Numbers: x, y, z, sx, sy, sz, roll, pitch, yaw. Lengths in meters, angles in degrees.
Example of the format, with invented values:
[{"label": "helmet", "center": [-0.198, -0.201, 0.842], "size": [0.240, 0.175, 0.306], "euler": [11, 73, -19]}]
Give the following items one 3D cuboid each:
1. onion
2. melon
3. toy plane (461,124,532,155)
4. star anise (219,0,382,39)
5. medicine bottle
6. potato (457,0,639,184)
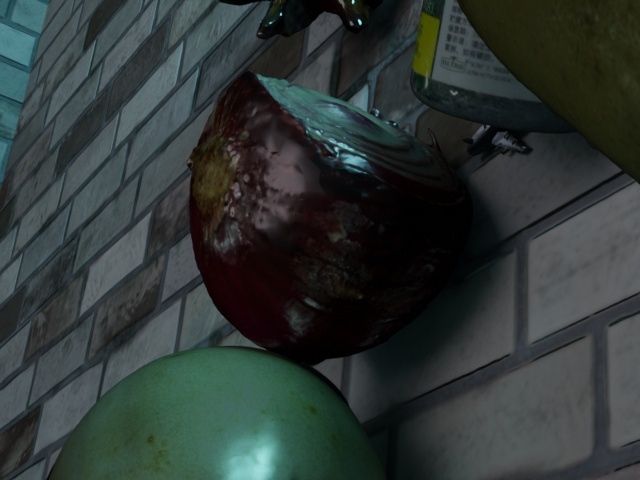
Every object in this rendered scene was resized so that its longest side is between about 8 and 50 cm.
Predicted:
[{"label": "onion", "center": [0.001, 0.004, 0.995], "size": [0.206, 0.216, 0.207], "euler": [-62, 34, 21]}, {"label": "melon", "center": [-0.078, 0.217, 0.912], "size": [0.268, 0.268, 0.330], "euler": [-56, 23, 24]}, {"label": "toy plane", "center": [0.143, -0.095, 0.994], "size": [0.083, 0.031, 0.078], "euler": [-42, 49, 39]}, {"label": "star anise", "center": [0.017, -0.296, 1.303], "size": [0.272, 0.102, 0.272], "euler": [-13, 53, 18]}, {"label": "medicine bottle", "center": [0.154, -0.230, 0.862], "size": [0.141, 0.141, 0.293], "euler": [-134, 50, -62]}, {"label": "potato", "center": [0.217, -0.143, 0.595], "size": [0.270, 0.219, 0.359], "euler": [-33, 43, -12]}]
